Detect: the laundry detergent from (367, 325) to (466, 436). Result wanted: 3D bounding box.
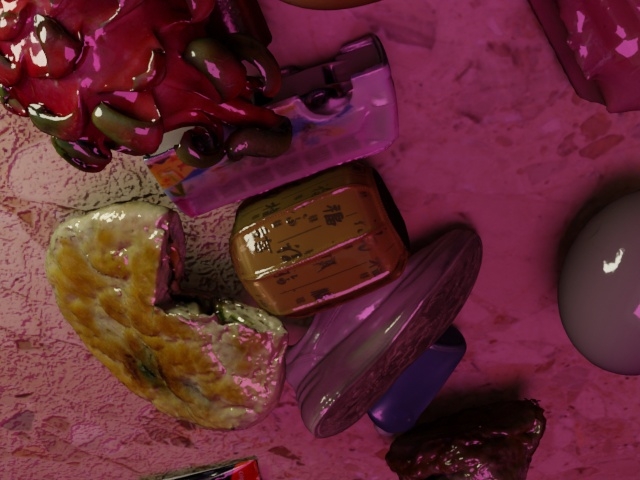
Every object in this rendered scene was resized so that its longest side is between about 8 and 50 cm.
[{"bbox_3d":[0.122,0.202,1.061,0.097,0.061,0.206,8,124,-23],"label":"laundry detergent"}]

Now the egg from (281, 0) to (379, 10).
[{"bbox_3d":[0.045,-0.328,0.595,0.250,0.250,0.322,31,123,-21],"label":"egg"}]

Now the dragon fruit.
[{"bbox_3d":[-0.168,-0.165,0.666,0.273,0.198,0.218,13,84,18],"label":"dragon fruit"}]

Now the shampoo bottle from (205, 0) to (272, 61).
[{"bbox_3d":[-0.139,-0.292,0.718,0.102,0.064,0.260,-14,123,15],"label":"shampoo bottle"}]

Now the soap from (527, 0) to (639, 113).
[{"bbox_3d":[0.308,-0.271,0.721,0.220,0.127,0.325,-32,120,17],"label":"soap"}]

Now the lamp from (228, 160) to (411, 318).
[{"bbox_3d":[0.000,0.000,0.867,0.185,0.161,0.161,-25,121,11],"label":"lamp"}]

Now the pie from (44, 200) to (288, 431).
[{"bbox_3d":[-0.190,0.101,0.891,0.338,0.075,0.337,17,129,22],"label":"pie"}]

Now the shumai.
[{"bbox_3d":[0.222,0.345,1.080,0.218,0.184,0.185,-17,87,-13],"label":"shumai"}]

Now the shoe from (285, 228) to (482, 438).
[{"bbox_3d":[0.057,0.088,0.956,0.316,0.159,0.124,-48,147,-9],"label":"shoe"}]

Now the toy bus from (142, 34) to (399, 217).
[{"bbox_3d":[-0.049,-0.123,0.820,0.274,0.090,0.112,-19,129,8],"label":"toy bus"}]

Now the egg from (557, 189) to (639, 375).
[{"bbox_3d":[0.380,0.048,0.906,0.176,0.176,0.231,7,116,-8],"label":"egg"}]

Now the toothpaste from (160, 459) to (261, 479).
[{"bbox_3d":[-0.187,0.381,1.172,0.194,0.045,0.071,-9,124,-4],"label":"toothpaste"}]
